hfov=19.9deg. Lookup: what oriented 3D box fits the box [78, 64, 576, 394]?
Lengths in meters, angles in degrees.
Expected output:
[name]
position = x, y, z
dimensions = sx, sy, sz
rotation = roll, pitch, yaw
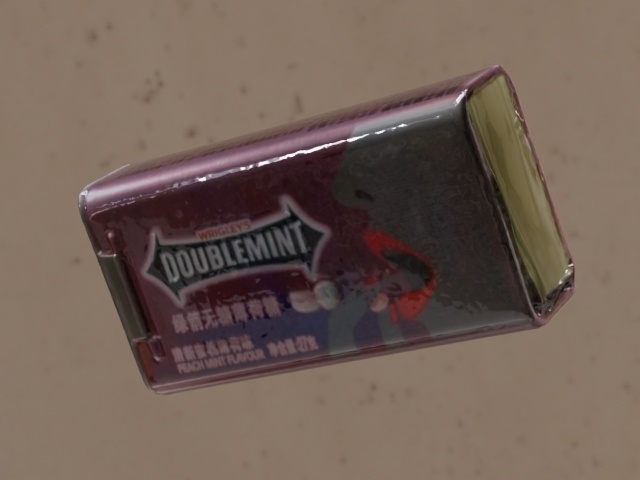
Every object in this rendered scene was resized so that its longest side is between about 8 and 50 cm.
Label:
[box]
position = 0.000, 0.000, 0.873
dimensions = 0.224, 0.120, 0.069
rotation = -14, 12, 33
